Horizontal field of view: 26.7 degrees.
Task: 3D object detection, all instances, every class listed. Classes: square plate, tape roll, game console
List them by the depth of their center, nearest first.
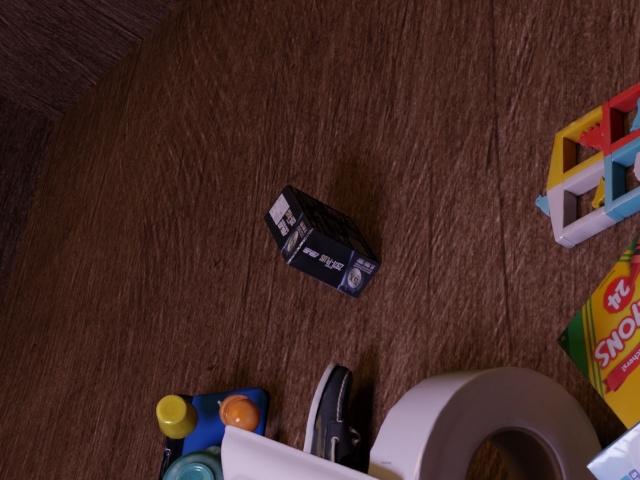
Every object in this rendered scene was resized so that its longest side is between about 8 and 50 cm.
[{"bbox_3d":[0.192,0.286,1.539,0.100,0.286,0.286,-12,56,57],"label":"tape roll"},{"bbox_3d":[-0.012,0.415,1.593,0.347,0.049,0.344,8,110,55],"label":"square plate"},{"bbox_3d":[-0.200,0.429,2.375,0.250,0.173,0.293,101,177,-56],"label":"game console"}]

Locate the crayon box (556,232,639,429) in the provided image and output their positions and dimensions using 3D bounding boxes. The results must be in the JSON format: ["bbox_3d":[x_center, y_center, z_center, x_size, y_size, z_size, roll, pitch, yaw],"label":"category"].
[{"bbox_3d":[0.414,0.129,1.520,0.202,0.081,0.318,-55,28,13],"label":"crayon box"}]

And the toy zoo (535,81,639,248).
[{"bbox_3d":[0.399,-0.111,1.817,0.293,0.030,0.192,-33,39,44],"label":"toy zoo"}]

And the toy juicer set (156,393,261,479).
[{"bbox_3d":[-0.163,0.407,2.222,0.089,0.209,0.329,75,-172,-64],"label":"toy juicer set"}]

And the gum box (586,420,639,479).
[{"bbox_3d":[0.396,0.236,1.391,0.184,0.157,0.041,-46,-13,28],"label":"gum box"}]

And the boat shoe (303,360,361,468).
[{"bbox_3d":[0.016,0.329,2.025,0.114,0.091,0.302,70,-147,-65],"label":"boat shoe"}]

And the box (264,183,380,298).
[{"bbox_3d":[0.000,0.000,2.284,0.077,0.147,0.180,-55,29,15],"label":"box"}]
